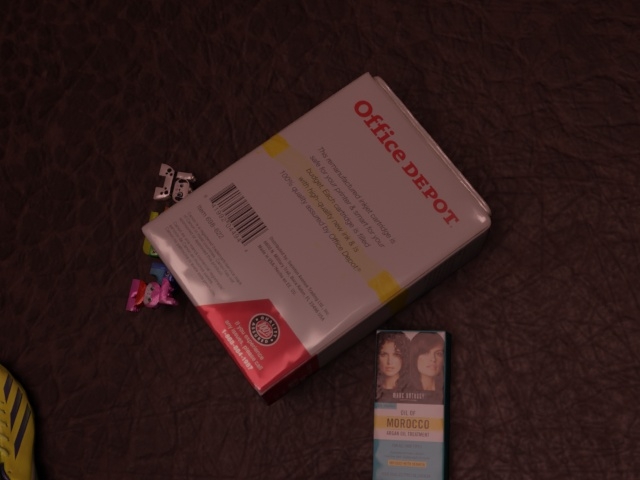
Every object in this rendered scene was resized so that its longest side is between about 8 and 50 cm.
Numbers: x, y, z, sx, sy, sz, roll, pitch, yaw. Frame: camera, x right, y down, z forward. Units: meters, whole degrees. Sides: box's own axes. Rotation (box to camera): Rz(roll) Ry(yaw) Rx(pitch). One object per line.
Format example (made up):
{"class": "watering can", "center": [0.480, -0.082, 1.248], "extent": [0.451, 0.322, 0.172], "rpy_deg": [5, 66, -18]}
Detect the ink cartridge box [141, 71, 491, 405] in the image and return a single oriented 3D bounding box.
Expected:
{"class": "ink cartridge box", "center": [0.000, 0.000, 1.385], "extent": [0.385, 0.160, 0.279], "rpy_deg": [-35, 75, -7]}

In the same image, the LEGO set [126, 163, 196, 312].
{"class": "LEGO set", "center": [-0.208, 0.009, 1.515], "extent": [0.093, 0.087, 0.227], "rpy_deg": [8, 77, 12]}

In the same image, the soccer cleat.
{"class": "soccer cleat", "center": [-0.482, 0.312, 1.511], "extent": [0.094, 0.121, 0.289], "rpy_deg": [-20, 77, 10]}

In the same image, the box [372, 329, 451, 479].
{"class": "box", "center": [0.128, 0.247, 1.404], "extent": [0.101, 0.060, 0.244], "rpy_deg": [-1, 81, 14]}
